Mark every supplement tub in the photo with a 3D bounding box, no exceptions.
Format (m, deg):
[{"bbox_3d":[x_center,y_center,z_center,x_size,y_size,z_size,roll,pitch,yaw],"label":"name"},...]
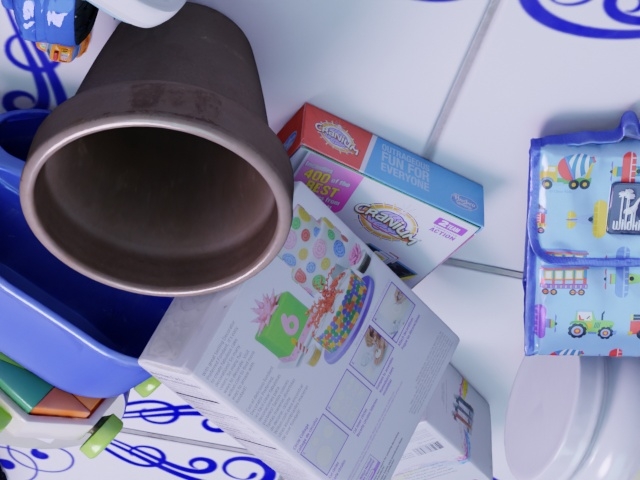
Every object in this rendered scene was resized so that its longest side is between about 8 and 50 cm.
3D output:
[{"bbox_3d":[0.414,0.236,1.926,0.325,0.235,0.235,16,139,-14],"label":"supplement tub"}]

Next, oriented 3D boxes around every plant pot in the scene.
[{"bbox_3d":[-0.150,-0.111,1.554,0.263,0.229,0.263,2,141,2],"label":"plant pot"}]

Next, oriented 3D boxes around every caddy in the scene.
[{"bbox_3d":[-0.256,0.011,1.688,0.341,0.241,0.179,35,138,-15],"label":"caddy"}]

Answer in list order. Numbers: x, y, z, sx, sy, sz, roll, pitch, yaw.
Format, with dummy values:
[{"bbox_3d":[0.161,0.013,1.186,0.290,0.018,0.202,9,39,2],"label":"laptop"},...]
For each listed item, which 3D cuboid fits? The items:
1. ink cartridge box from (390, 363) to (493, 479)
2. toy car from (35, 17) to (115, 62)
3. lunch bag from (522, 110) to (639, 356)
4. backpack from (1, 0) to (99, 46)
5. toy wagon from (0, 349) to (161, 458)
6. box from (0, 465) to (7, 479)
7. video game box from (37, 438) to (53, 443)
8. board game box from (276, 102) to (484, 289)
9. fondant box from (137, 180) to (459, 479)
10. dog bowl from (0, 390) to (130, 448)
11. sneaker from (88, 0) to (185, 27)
[{"bbox_3d":[0.128,0.240,2.038,0.128,0.127,0.176,-20,135,26],"label":"ink cartridge box"},{"bbox_3d":[-0.245,-0.220,1.578,0.060,0.040,0.122,24,137,-23],"label":"toy car"},{"bbox_3d":[0.338,-0.019,1.732,0.221,0.138,0.293,0,128,6],"label":"lunch bag"},{"bbox_3d":[-0.255,-0.243,1.488,0.101,0.120,0.098,4,141,0],"label":"backpack"},{"bbox_3d":[-0.320,0.122,1.750,0.267,0.344,0.068,43,131,-4],"label":"toy wagon"},{"bbox_3d":[-0.664,0.341,2.164,0.396,0.212,0.293,1,141,2],"label":"box"},{"bbox_3d":[-0.369,0.155,1.878,0.205,0.048,0.187,25,134,-23],"label":"video game box"},{"bbox_3d":[0.000,0.000,1.807,0.242,0.064,0.316,24,137,-23],"label":"board game box"},{"bbox_3d":[-0.012,0.120,1.708,0.096,0.238,0.330,9,153,45],"label":"fondant box"},{"bbox_3d":[-0.369,0.154,1.995,0.265,0.104,0.265,2,141,2],"label":"dog bowl"},{"bbox_3d":[-0.286,-0.300,1.398,0.366,0.135,0.150,39,137,-8],"label":"sneaker"}]
